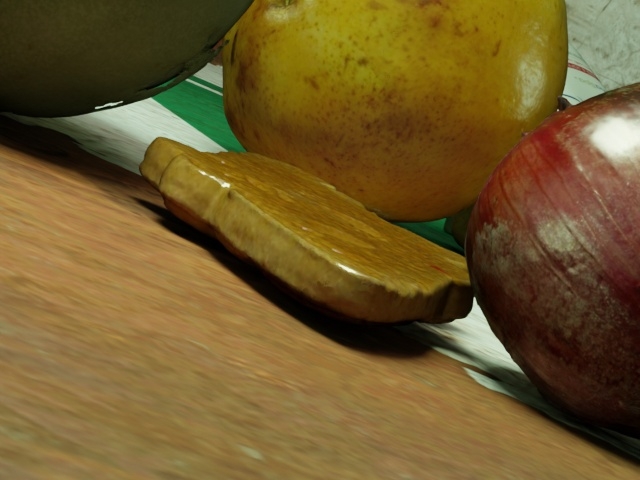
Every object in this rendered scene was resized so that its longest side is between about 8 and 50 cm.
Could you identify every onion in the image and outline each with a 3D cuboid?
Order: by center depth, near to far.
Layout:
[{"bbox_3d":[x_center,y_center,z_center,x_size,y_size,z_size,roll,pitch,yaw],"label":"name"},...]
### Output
[{"bbox_3d":[0.155,0.025,0.710,0.159,0.159,0.195,16,33,-53],"label":"onion"}]

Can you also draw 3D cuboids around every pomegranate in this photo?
[{"bbox_3d":[0.058,-0.140,1.190,0.264,0.264,0.264,24,6,-3],"label":"pomegranate"}]

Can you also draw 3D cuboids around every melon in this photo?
[{"bbox_3d":[-0.143,-0.197,0.850,0.268,0.268,0.330,24,14,-2],"label":"melon"}]

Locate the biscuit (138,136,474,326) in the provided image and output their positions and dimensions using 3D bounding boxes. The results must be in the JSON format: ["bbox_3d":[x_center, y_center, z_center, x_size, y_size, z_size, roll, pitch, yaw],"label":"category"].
[{"bbox_3d":[0.000,0.000,0.776,0.183,0.043,0.280,19,12,-11],"label":"biscuit"}]

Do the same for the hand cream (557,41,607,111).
[{"bbox_3d":[0.215,-0.112,1.404,0.133,0.083,0.248,16,24,-29],"label":"hand cream"}]

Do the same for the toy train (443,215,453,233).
[{"bbox_3d":[0.265,-0.006,1.483,0.299,0.131,0.202,25,13,16],"label":"toy train"}]

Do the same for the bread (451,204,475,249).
[{"bbox_3d":[0.170,-0.022,1.246,0.077,0.116,0.200,25,5,-20],"label":"bread"}]
